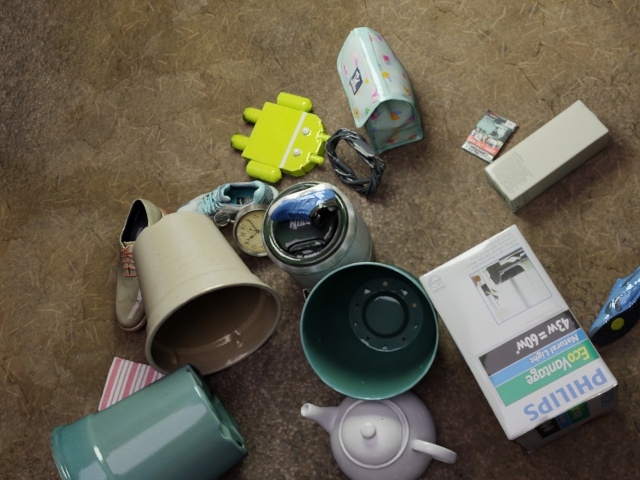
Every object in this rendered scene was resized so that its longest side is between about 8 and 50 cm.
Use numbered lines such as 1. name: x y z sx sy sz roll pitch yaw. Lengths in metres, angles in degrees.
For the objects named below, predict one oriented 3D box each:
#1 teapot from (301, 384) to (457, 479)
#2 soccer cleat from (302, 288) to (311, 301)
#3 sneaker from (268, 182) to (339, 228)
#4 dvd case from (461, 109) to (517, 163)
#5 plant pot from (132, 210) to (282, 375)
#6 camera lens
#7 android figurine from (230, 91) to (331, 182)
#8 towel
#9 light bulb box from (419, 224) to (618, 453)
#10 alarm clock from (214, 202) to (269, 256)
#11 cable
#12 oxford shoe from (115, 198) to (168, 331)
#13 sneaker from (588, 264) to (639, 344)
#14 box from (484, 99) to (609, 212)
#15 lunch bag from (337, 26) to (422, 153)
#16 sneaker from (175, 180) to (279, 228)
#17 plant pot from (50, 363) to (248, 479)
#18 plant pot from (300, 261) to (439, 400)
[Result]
1. teapot: 0.131 0.423 1.804 0.256 0.187 0.252 -29 66 5
2. soccer cleat: -0.021 0.154 2.024 0.029 0.035 0.083 -29 66 6
3. sneaker: -0.034 -0.059 1.785 0.152 0.058 0.084 -22 58 2
4. dvd case: 0.416 -0.256 2.043 0.087 0.013 0.119 33 85 24
5. plant pot: -0.305 0.108 1.997 0.334 0.334 0.305 -35 55 3
6. camera lens: 0.000 0.000 1.939 0.220 0.274 0.219 -5 71 15
7. android figurine: -0.098 -0.267 2.183 0.273 0.056 0.248 20 78 24
8. towel: -0.459 0.383 2.088 0.197 0.029 0.144 11 75 22
9. light bulb box: 0.411 0.215 1.695 0.225 0.358 0.361 -30 64 7
10. alarm clock: -0.173 -0.034 2.074 0.192 0.064 0.129 17 110 -16
11. cable: 0.084 -0.196 2.061 0.184 0.150 0.047 37 55 25
12. oxford shoe: -0.487 0.059 2.147 0.123 0.130 0.348 -1 72 17
13. sneaker: 0.657 0.139 1.815 0.209 0.069 0.082 -48 32 7
14. box: 0.528 -0.195 1.943 0.275 0.094 0.113 -35 66 3
15. lunch bag: 0.143 -0.370 2.029 0.160 0.262 0.223 -19 68 10
16. sneaker: -0.253 -0.103 2.136 0.283 0.122 0.110 -14 68 12
17. plant pot: -0.369 0.472 1.881 0.334 0.341 0.341 -34 65 -5
18. plant pot: 0.125 0.181 1.837 0.293 0.235 0.292 1 95 13
